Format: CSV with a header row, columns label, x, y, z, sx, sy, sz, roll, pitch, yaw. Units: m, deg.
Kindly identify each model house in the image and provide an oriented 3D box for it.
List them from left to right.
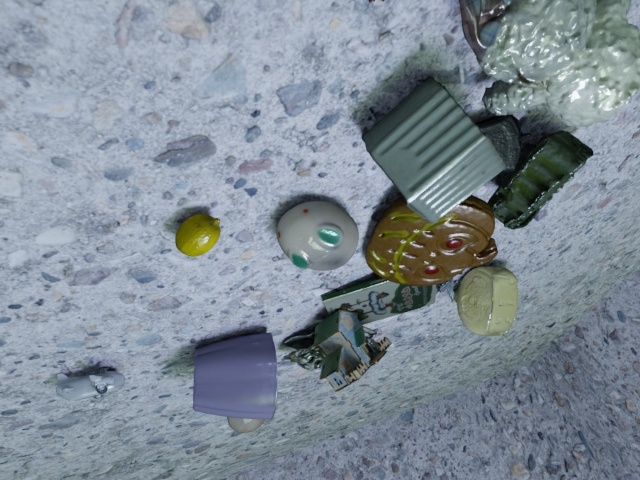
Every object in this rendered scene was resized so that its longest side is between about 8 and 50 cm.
label,x,y,z,sx,sy,sz,roll,pitch,yaw
model house,0.090,0.332,1.456,0.271,0.206,0.178,-27,166,-50

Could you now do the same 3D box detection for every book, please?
label,x,y,z,sx,sy,sz,roll,pitch,yaw
book,0.206,0.198,1.487,0.371,0.043,0.260,-18,146,3

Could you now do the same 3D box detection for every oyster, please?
label,x,y,z,sx,sy,sz,roll,pitch,yaw
oyster,0.026,0.406,1.610,0.351,0.158,0.162,22,159,-32

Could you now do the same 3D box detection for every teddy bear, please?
label,x,y,z,sx,sy,sz,roll,pitch,yaw
teddy bear,0.428,-0.393,0.843,0.362,0.375,0.327,35,124,-5

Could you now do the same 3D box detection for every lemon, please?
label,x,y,z,sx,sy,sz,roll,pitch,yaw
lemon,-0.255,-0.014,0.927,0.111,0.082,0.082,-41,143,15

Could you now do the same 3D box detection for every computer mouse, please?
label,x,y,z,sx,sy,sz,roll,pitch,yaw
computer mouse,0.362,-0.213,1.044,0.264,0.088,0.147,-16,116,-1

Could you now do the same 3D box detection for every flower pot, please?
label,x,y,z,sx,sy,sz,roll,pitch,yaw
flower pot,-0.269,0.426,1.367,0.243,0.265,0.265,-1,140,-14
flower pot,0.223,-0.180,0.892,0.189,0.239,0.209,-41,169,19

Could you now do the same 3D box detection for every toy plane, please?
label,x,y,z,sx,sy,sz,roll,pitch,yaw
toy plane,-0.638,0.400,1.232,0.174,0.080,0.174,-12,160,-4
toy plane,0.440,0.156,1.604,0.226,0.058,0.226,29,120,-32

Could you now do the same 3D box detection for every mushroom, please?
label,x,y,z,sx,sy,sz,roll,pitch,yaw
mushroom,-0.295,0.600,1.643,0.215,0.207,0.207,5,149,17

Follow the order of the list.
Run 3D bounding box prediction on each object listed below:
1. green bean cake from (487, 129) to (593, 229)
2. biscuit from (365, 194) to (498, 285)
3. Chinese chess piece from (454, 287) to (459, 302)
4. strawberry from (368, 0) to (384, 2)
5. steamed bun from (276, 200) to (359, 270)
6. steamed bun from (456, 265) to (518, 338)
label,x,y,z,sx,sy,sz,roll,pitch,yaw
green bean cake,0.560,-0.157,1.141,0.255,0.132,0.241,-26,156,-47
biscuit,0.306,0.017,1.198,0.350,0.070,0.394,8,144,0
Chinese chess piece,0.571,0.215,1.784,0.084,0.034,0.084,-18,144,-14
strawberry,0.130,-0.433,0.617,0.140,0.085,0.192,-9,148,-35
steamed bun,0.000,0.000,1.063,0.177,0.130,0.228,-36,146,19
steamed bun,0.635,0.231,1.689,0.232,0.166,0.273,0,95,-40
